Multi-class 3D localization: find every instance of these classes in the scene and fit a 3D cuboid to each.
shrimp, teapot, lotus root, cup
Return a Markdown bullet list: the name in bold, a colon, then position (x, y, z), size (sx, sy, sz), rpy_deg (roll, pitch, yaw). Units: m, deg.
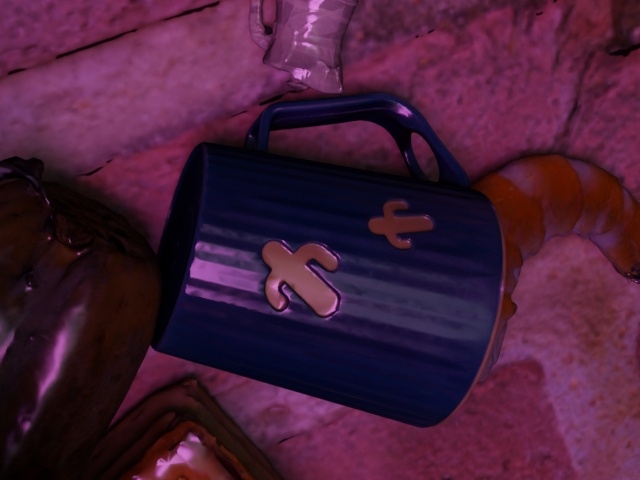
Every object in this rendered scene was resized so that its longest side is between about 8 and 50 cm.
- **shrimp**: position (0.138, 0.029, 0.626), size (0.166, 0.049, 0.161), rpy_deg (14, 96, -29)
- **teapot**: position (-0.007, -0.121, 0.534), size (0.067, 0.057, 0.083), rpy_deg (14, 100, 23)
- **lotus root**: position (-0.168, 0.079, 0.488), size (0.124, 0.123, 0.241), rpy_deg (36, 94, 2)
- **cup**: position (0.000, 0.000, 0.536), size (0.155, 0.131, 0.177), rpy_deg (12, 68, -17)

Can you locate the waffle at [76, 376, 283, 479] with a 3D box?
- **waffle**: position (-0.118, 0.250, 0.560), size (0.308, 0.091, 0.213), rpy_deg (-43, 112, -4)
